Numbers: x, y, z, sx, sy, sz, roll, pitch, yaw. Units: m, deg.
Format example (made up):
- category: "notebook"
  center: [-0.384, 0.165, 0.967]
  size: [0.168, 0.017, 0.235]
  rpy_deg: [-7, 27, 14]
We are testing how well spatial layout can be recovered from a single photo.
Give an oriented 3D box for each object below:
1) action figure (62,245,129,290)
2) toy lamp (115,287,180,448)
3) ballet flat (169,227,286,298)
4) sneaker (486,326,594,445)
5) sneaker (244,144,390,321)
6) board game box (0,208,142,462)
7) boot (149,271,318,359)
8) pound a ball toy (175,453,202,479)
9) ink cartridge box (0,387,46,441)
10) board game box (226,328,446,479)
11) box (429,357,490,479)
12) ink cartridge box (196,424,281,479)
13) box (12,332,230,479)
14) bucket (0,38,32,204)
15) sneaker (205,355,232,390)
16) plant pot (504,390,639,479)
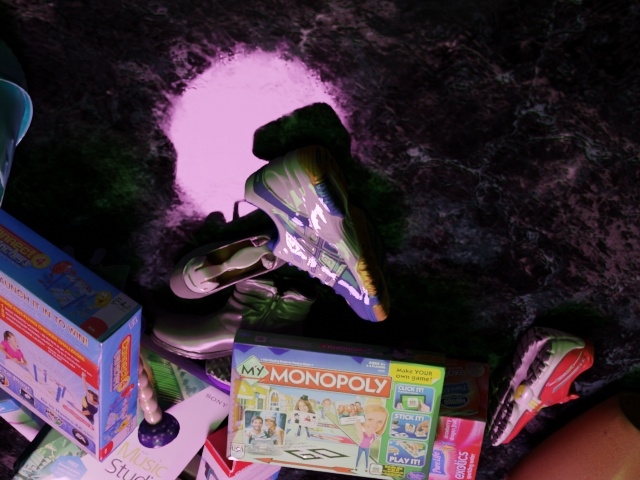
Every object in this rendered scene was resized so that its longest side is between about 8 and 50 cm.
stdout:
- category: "action figure"
  center: [-0.365, 0.108, 1.650]
  size: [0.137, 0.063, 0.232]
  rpy_deg: [7, 132, -4]
- category: "toy lamp"
  center: [-0.284, 0.195, 1.636]
  size: [0.080, 0.080, 0.274]
  rpy_deg: [-5, 124, 11]
- category: "ballet flat"
  center: [-0.141, 0.034, 1.542]
  size: [0.213, 0.068, 0.072]
  rpy_deg: [-21, 93, 21]
- category: "sneaker"
  center: [0.349, 0.245, 1.700]
  size: [0.118, 0.107, 0.279]
  rpy_deg: [8, 139, -16]
- category: "sneaker"
  center: [0.000, 0.000, 1.475]
  size: [0.131, 0.112, 0.296]
  rpy_deg: [-17, 121, 20]
- category: "board game box"
  center: [-0.408, 0.137, 1.567]
  size: [0.308, 0.086, 0.302]
  rpy_deg: [32, 139, 17]
- category: "boot"
  center: [-0.133, 0.103, 1.631]
  size: [0.246, 0.083, 0.161]
  rpy_deg: [9, 124, -3]
- category: "pound a ball toy"
  center: [-0.288, 0.424, 1.920]
  size: [0.208, 0.135, 0.319]
  rpy_deg: [-31, 126, 32]
- category: "ink cartridge box"
  center: [-0.501, 0.275, 1.818]
  size: [0.052, 0.088, 0.122]
  rpy_deg: [-17, 132, 21]
- category: "board game box"
  center: [0.020, 0.254, 1.620]
  size: [0.317, 0.046, 0.213]
  rpy_deg: [6, 115, 3]
- category: "box"
  center: [0.203, 0.317, 1.764]
  size: [0.128, 0.122, 0.257]
  rpy_deg: [7, 137, 6]
- category: "ink cartridge box"
  center: [-0.129, 0.366, 1.824]
  size: [0.134, 0.078, 0.231]
  rpy_deg: [-27, 154, -30]
- category: "box"
  center: [-0.322, 0.318, 1.764]
  size: [0.232, 0.058, 0.322]
  rpy_deg: [34, 100, -23]
- category: "bucket"
  center: [-0.500, -0.147, 1.313]
  size: [0.281, 0.183, 0.281]
  rpy_deg: [3, 137, 3]
- category: "sneaker"
  center: [-0.043, 0.245, 1.733]
  size: [0.293, 0.102, 0.146]
  rpy_deg: [6, 137, -1]
- category: "plant pot"
  center: [0.472, 0.379, 1.758]
  size: [0.237, 0.237, 0.254]
  rpy_deg: [22, 120, -16]
